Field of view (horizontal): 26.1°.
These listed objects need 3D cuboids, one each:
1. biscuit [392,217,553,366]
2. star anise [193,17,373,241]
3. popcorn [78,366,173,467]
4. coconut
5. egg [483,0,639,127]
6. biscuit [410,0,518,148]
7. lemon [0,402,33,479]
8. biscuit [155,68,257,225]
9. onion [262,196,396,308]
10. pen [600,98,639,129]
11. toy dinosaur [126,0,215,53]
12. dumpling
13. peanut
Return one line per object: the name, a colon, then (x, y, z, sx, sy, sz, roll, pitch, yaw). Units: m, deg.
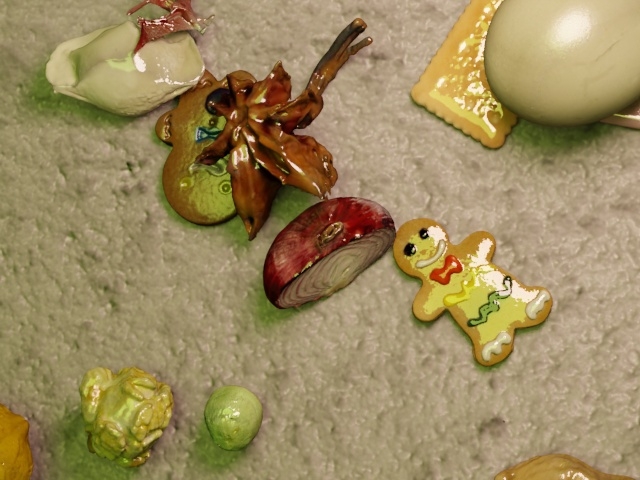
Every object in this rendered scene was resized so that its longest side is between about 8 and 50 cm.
biscuit: (0.197, 0.059, 1.922, 0.240, 0.035, 0.158, 40, 89, 14)
star anise: (-0.039, -0.167, 1.935, 0.237, 0.148, 0.346, 28, 84, 28)
popcorn: (-0.269, 0.248, 1.949, 0.135, 0.141, 0.162, -23, 100, -29)
coconut: (-0.123, 0.247, 1.941, 0.087, 0.096, 0.088, 6, 116, 12)
egg: (0.341, -0.264, 1.821, 0.269, 0.219, 0.219, -38, 75, -14)
biscuit: (0.253, -0.268, 1.958, 0.160, 0.030, 0.250, 34, 90, 15)
lemon: (-0.513, 0.317, 1.960, 0.231, 0.192, 0.192, -29, 77, 6)
biscuit: (-0.159, -0.139, 2.029, 0.179, 0.039, 0.236, 3, 85, 12)
onion: (0.000, 0.000, 1.924, 0.206, 0.151, 0.098, -29, 62, -9)
pen: (0.437, -0.179, 1.905, 0.197, 0.032, 0.053, 14, 85, 11)
toy dinosaur: (-0.213, -0.335, 2.016, 0.108, 0.032, 0.220, 33, 48, -5)
dumpling: (-0.280, -0.269, 2.039, 0.215, 0.126, 0.166, -17, 50, 26)
peanut: (0.326, 0.381, 1.809, 0.233, 0.110, 0.197, 24, 88, 13)
